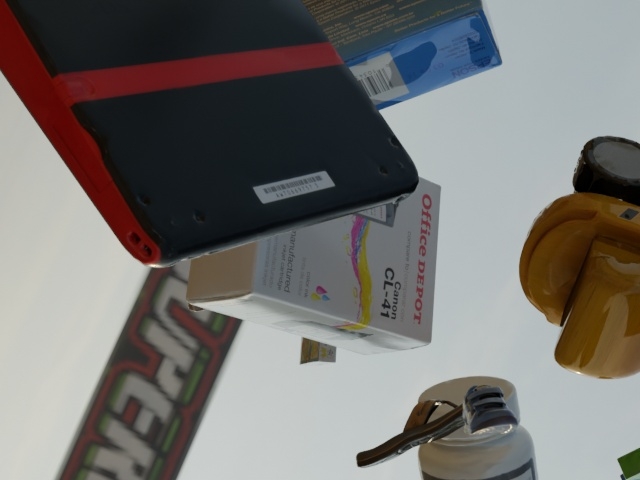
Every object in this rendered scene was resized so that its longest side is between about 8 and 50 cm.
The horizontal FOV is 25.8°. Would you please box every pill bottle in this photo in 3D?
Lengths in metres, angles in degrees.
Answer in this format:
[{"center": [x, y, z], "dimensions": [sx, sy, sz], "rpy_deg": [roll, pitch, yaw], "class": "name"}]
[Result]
[{"center": [0.280, 0.432, 2.430], "dimensions": [0.204, 0.204, 0.361], "rpy_deg": [-140, -141, -72], "class": "pill bottle"}]

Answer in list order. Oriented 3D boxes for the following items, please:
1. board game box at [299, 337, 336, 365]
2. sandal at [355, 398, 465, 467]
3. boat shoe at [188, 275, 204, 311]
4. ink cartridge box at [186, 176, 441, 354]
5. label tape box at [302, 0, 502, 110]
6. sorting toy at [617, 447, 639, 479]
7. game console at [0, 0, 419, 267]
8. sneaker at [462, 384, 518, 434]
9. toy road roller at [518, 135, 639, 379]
[{"center": [0.000, 0.100, 1.994], "dimensions": [0.103, 0.026, 0.154], "rpy_deg": [154, -59, -73], "class": "board game box"}, {"center": [0.147, 0.274, 2.086], "dimensions": [0.219, 0.060, 0.090], "rpy_deg": [-26, 163, 2], "class": "sandal"}, {"center": [-0.132, 0.058, 1.996], "dimensions": [0.183, 0.066, 0.066], "rpy_deg": [-13, 131, -54], "class": "boat shoe"}, {"center": [0.000, 0.000, 1.731], "dimensions": [0.131, 0.306, 0.226], "rpy_deg": [-12, -112, 47], "class": "ink cartridge box"}, {"center": [0.080, -0.325, 1.784], "dimensions": [0.241, 0.106, 0.333], "rpy_deg": [-19, -132, 13], "class": "label tape box"}, {"center": [0.556, 0.259, 1.867], "dimensions": [0.348, 0.196, 0.047], "rpy_deg": [-32, -121, 21], "class": "sorting toy"}, {"center": [-0.111, -0.145, 1.251], "dimensions": [0.387, 0.342, 0.060], "rpy_deg": [-17, 160, -51], "class": "game console"}, {"center": [0.198, 0.202, 1.672], "dimensions": [0.144, 0.053, 0.059], "rpy_deg": [148, -58, -80], "class": "sneaker"}, {"center": [0.382, 0.056, 1.542], "dimensions": [0.240, 0.330, 0.202], "rpy_deg": [-63, 170, -51], "class": "toy road roller"}]
